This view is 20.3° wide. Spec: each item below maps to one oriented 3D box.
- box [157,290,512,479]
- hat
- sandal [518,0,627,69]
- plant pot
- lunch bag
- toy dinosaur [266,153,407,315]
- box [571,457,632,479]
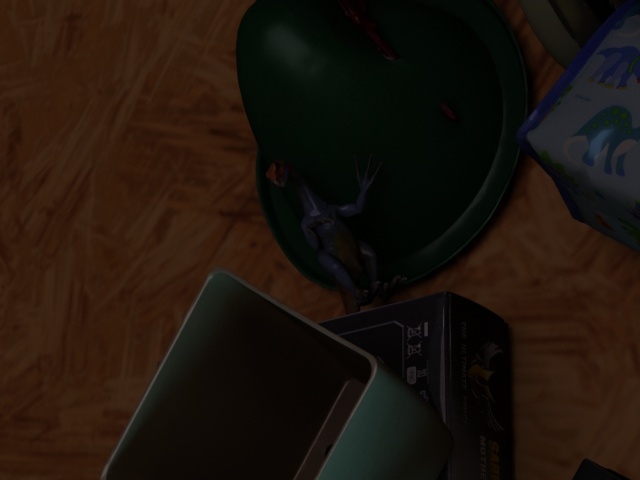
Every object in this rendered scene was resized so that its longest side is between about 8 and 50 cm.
[{"bbox_3d":[0.001,0.154,0.838,0.183,0.056,0.231,-17,61,34],"label":"box"},{"bbox_3d":[-0.020,-0.096,0.881,0.173,0.183,0.208,-37,51,21],"label":"hat"},{"bbox_3d":[0.076,-0.193,0.900,0.086,0.120,0.302,-42,49,35],"label":"sandal"},{"bbox_3d":[-0.009,0.091,0.769,0.109,0.096,0.109,29,90,42],"label":"plant pot"},{"bbox_3d":[0.183,-0.062,0.769,0.151,0.096,0.129,-50,47,-8],"label":"lunch bag"},{"bbox_3d":[0.000,0.000,0.876,0.082,0.047,0.090,44,130,20],"label":"toy dinosaur"},{"bbox_3d":[0.125,0.145,0.746,0.062,0.052,0.083,28,91,42],"label":"box"}]
